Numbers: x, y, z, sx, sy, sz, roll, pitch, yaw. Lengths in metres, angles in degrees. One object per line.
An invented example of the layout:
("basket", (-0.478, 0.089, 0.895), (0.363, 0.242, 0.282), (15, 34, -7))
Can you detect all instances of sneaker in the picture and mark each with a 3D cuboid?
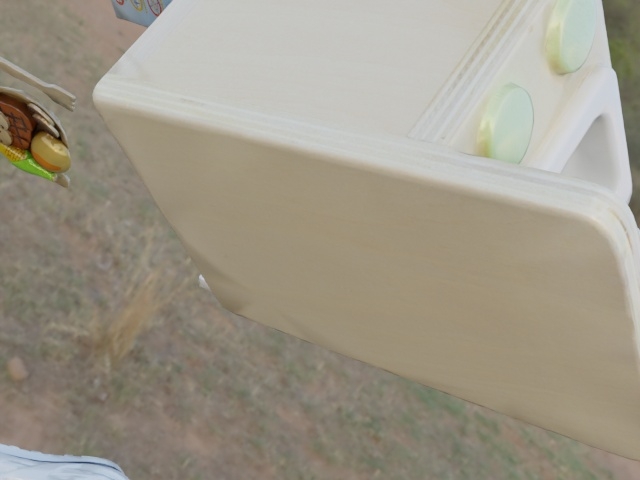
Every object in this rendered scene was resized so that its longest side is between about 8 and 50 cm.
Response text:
("sneaker", (-0.280, 0.241, 0.987), (0.235, 0.090, 0.095), (2, 8, -26))

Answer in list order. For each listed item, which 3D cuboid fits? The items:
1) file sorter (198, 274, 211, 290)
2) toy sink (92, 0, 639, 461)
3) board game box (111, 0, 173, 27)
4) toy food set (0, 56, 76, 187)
("file sorter", (0.000, 0.000, 1.499), (0.278, 0.173, 0.193), (23, 49, 8))
("toy sink", (0.051, -0.032, 0.456), (0.234, 0.131, 0.153), (16, -31, 35))
("board game box", (-0.264, -0.485, 1.694), (0.302, 0.086, 0.308), (28, -39, 46))
("toy food set", (-0.354, -0.129, 1.272), (0.132, 0.192, 0.038), (28, 57, 2))
